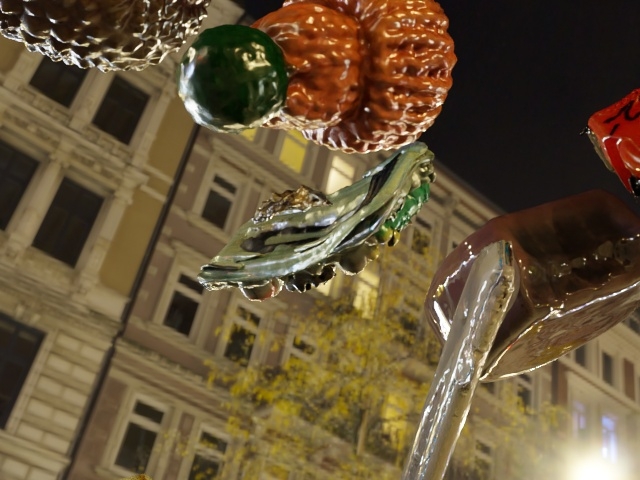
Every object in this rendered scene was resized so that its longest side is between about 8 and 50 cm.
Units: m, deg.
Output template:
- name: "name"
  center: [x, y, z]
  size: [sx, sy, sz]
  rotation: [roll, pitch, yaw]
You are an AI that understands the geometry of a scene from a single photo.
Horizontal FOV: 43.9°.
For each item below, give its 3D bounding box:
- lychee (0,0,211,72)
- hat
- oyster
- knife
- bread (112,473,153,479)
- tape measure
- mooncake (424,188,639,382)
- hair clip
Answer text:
- name: "lychee"
  center: [-0.235, -0.276, 0.715]
  size: [0.271, 0.271, 0.271]
  rotation: [9, -35, 6]
- name: "hat"
  center: [-0.025, -0.213, 1.084]
  size: [0.285, 0.400, 0.285]
  rotation: [34, -42, 38]
- name: "oyster"
  center: [-0.020, -0.026, 0.531]
  size: [0.054, 0.019, 0.083]
  rotation: [-11, 5, 3]
- name: "knife"
  center: [0.074, 0.168, 0.538]
  size: [0.043, 0.089, 0.365]
  rotation: [11, -71, -11]
- name: "bread"
  center: [-0.152, 0.306, 0.552]
  size: [0.184, 0.234, 0.110]
  rotation: [-38, -37, -1]
- name: "tape measure"
  center: [0.469, -0.121, 0.942]
  size: [0.253, 0.260, 0.114]
  rotation: [-31, -60, 16]
- name: "mooncake"
  center: [0.302, 0.057, 1.109]
  size: [0.325, 0.174, 0.334]
  rotation: [-31, -28, 9]
- name: "hair clip"
  center: [0.002, 0.001, 0.858]
  size: [0.321, 0.138, 0.091]
  rotation: [-19, -66, 46]
